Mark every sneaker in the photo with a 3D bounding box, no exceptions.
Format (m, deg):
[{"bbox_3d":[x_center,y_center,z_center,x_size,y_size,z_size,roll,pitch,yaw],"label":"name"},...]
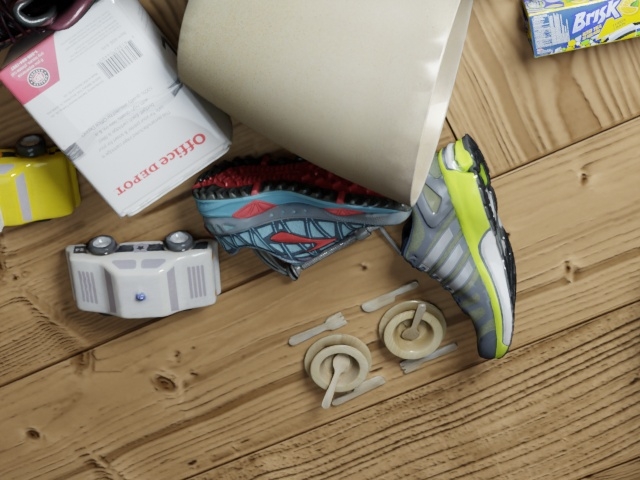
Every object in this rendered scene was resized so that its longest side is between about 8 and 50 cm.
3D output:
[{"bbox_3d":[0.163,0.015,1.651,0.121,0.111,0.300,-10,117,16],"label":"sneaker"},{"bbox_3d":[-0.012,-0.032,1.600,0.261,0.104,0.125,2,129,20],"label":"sneaker"},{"bbox_3d":[-0.328,-0.243,1.424,0.281,0.162,0.106,-31,118,16],"label":"sneaker"}]

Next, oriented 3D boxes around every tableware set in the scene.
[{"bbox_3d":[0.070,0.141,1.752,0.194,0.039,0.128,-26,119,14],"label":"tableware set"}]

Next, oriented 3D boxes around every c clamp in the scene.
[{"bbox_3d":[0.000,0.000,1.671,0.160,0.022,0.137,-25,119,14],"label":"c clamp"}]

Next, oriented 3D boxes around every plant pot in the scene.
[{"bbox_3d":[-0.001,-0.192,1.440,0.274,0.256,0.256,15,122,7],"label":"plant pot"}]

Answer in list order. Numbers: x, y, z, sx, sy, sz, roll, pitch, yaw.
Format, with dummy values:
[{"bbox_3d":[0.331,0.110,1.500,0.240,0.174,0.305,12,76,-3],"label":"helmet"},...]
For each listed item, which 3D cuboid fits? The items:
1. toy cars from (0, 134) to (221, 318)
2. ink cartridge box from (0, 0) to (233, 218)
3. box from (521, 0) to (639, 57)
[{"bbox_3d":[-0.296,0.000,1.624,0.393,0.087,0.176,33,116,-21],"label":"toy cars"},{"bbox_3d":[-0.221,-0.157,1.517,0.158,0.092,0.218,-32,114,12],"label":"ink cartridge box"},{"bbox_3d":[0.308,-0.251,1.501,0.168,0.059,0.054,-10,123,5],"label":"box"}]
